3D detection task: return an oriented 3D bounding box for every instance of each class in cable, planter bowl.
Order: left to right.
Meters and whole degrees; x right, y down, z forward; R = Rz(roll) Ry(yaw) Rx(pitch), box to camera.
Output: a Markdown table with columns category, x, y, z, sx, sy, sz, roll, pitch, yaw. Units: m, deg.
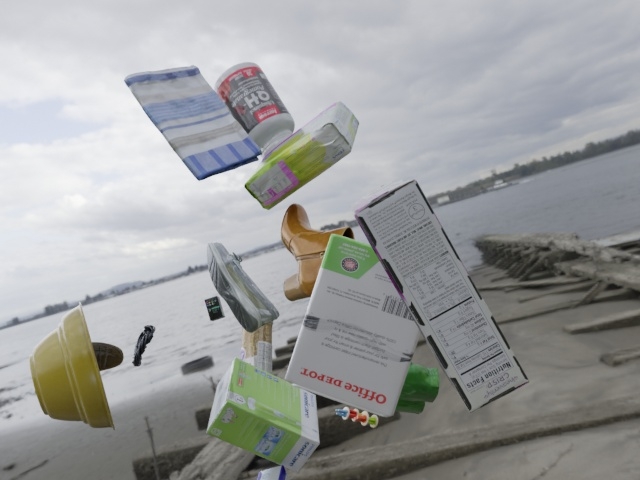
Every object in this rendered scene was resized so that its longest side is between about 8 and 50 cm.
| category | x | y | z | sx | sy | sz | roll | pitch | yaw |
| --- | --- | --- | --- | --- | --- | --- | --- | --- | --- |
| planter bowl | -0.404 | 0.215 | 0.753 | 0.090 | 0.217 | 0.217 | -15 | 0 | -28 |
| cable | -0.636 | 0.377 | 1.689 | 0.047 | 0.150 | 0.184 | 20 | -19 | -21 |

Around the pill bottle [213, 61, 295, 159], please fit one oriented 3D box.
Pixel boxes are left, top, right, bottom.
| category | x | y | z | sx | sy | sz | roll | pitch | yaw |
| --- | --- | --- | --- | --- | --- | --- | --- | --- | --- |
| pill bottle | -0.192 | -0.391 | 1.502 | 0.176 | 0.318 | 0.176 | -31 | -10 | -6 |

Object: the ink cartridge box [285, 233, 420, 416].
| category | x | y | z | sx | sy | sz | roll | pitch | yaw |
| --- | --- | --- | --- | --- | --- | --- | --- | --- | --- |
| ink cartridge box | 0.074 | 0.145 | 0.851 | 0.199 | 0.272 | 0.115 | 18 | 1 | 4 |

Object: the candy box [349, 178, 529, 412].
| category | x | y | z | sx | sy | sz | roll | pitch | yaw |
| --- | --- | --- | --- | --- | --- | --- | --- | --- | --- |
| candy box | 0.121 | 0.047 | 0.526 | 0.071 | 0.233 | 0.159 | -29 | 6 | 5 |

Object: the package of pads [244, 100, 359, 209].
| category | x | y | z | sx | sy | sz | roll | pitch | yaw |
| --- | --- | --- | --- | --- | --- | --- | --- | --- | --- |
| package of pads | -0.047 | -0.223 | 1.222 | 0.297 | 0.101 | 0.229 | -32 | 20 | 24 |

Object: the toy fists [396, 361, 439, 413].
| category | x | y | z | sx | sy | sz | roll | pitch | yaw |
| --- | --- | --- | --- | --- | --- | --- | --- | --- | --- |
| toy fists | 0.202 | 0.369 | 1.196 | 0.142 | 0.096 | 0.279 | 6 | -30 | 2 |

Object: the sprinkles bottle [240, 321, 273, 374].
| category | x | y | z | sx | sy | sz | roll | pitch | yaw |
| --- | --- | --- | --- | --- | --- | --- | --- | --- | --- |
| sprinkles bottle | -0.231 | 0.425 | 1.694 | 0.121 | 0.355 | 0.121 | -2 | -28 | -1 |

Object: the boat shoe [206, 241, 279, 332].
| category | x | y | z | sx | sy | sz | roll | pitch | yaw |
| --- | --- | --- | --- | --- | --- | --- | --- | --- | --- |
| boat shoe | -0.245 | 0.127 | 1.408 | 0.103 | 0.320 | 0.118 | -20 | -33 | -33 |

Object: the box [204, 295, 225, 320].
| category | x | y | z | sx | sy | sz | roll | pitch | yaw |
| --- | --- | --- | --- | --- | --- | --- | --- | --- | --- |
| box | -0.401 | 0.258 | 1.785 | 0.052 | 0.083 | 0.062 | -18 | -11 | -7 |

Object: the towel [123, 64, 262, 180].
| category | x | y | z | sx | sy | sz | roll | pitch | yaw |
| --- | --- | --- | --- | --- | --- | --- | --- | --- | --- |
| towel | -0.280 | -0.276 | 1.064 | 0.209 | 0.285 | 0.034 | -32 | -6 | -47 |

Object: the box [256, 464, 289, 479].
| category | x | y | z | sx | sy | sz | roll | pitch | yaw |
| --- | --- | --- | --- | --- | --- | --- | --- | --- | --- |
| box | -0.111 | 0.672 | 1.187 | 0.072 | 0.137 | 0.126 | -20 | 8 | 7 |

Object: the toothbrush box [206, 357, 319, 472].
| category | x | y | z | sx | sy | sz | roll | pitch | yaw |
| --- | --- | --- | --- | --- | --- | --- | --- | --- | --- |
| toothbrush box | -0.155 | 0.486 | 1.326 | 0.122 | 0.283 | 0.206 | -58 | 14 | 15 |

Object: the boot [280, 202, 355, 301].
| category | x | y | z | sx | sy | sz | roll | pitch | yaw |
| --- | --- | --- | --- | --- | --- | --- | --- | --- | --- |
| boot | -0.001 | 0.000 | 1.171 | 0.104 | 0.295 | 0.211 | 25 | -38 | -36 |

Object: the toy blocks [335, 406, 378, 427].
| category | x | y | z | sx | sy | sz | roll | pitch | yaw |
| --- | --- | --- | --- | --- | --- | --- | --- | --- | --- |
| toy blocks | 0.147 | 0.730 | 1.949 | 0.148 | 0.054 | 0.123 | 21 | -15 | -26 |

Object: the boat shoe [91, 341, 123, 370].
| category | x | y | z | sx | sy | sz | roll | pitch | yaw |
| --- | --- | --- | --- | --- | --- | --- | --- | --- | --- |
| boat shoe | -0.452 | 0.223 | 0.878 | 0.152 | 0.056 | 0.049 | 7 | -27 | -34 |
